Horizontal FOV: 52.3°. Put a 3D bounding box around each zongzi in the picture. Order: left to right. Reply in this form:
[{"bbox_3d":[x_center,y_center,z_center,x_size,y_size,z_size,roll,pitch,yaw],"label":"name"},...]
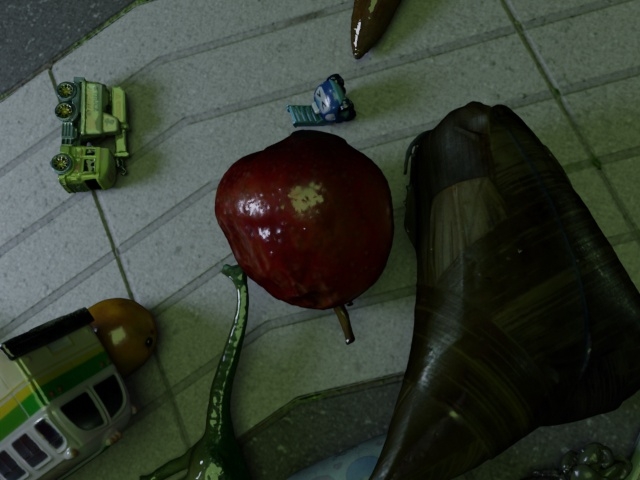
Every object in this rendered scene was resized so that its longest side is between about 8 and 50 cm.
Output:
[{"bbox_3d":[0.139,0.038,0.715,0.432,0.208,0.403,-13,70,-33],"label":"zongzi"}]

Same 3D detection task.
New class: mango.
[{"bbox_3d":[-0.299,0.146,0.895,0.163,0.089,0.111,-37,65,10],"label":"mango"}]

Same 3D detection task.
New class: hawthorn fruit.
[{"bbox_3d":[0.000,0.000,0.813,0.210,0.230,0.266,-27,92,-26],"label":"hawthorn fruit"}]

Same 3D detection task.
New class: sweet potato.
[{"bbox_3d":[0.092,-0.436,0.947,0.108,0.079,0.346,-4,76,20],"label":"sweet potato"}]

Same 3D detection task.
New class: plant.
[{"bbox_3d":[0.291,0.305,0.785,0.174,0.087,0.085,-40,106,5],"label":"plant"}]

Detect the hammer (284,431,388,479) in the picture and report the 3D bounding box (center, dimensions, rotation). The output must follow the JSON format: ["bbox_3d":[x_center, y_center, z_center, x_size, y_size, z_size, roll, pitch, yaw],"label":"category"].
[{"bbox_3d":[0.088,0.414,0.782,0.206,0.119,0.336,-24,84,4],"label":"hammer"}]

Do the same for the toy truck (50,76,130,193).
[{"bbox_3d":[-0.334,-0.156,0.962,0.100,0.077,0.169,-1,76,-5],"label":"toy truck"}]

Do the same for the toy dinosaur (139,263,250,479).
[{"bbox_3d":[-0.091,0.286,0.836,0.300,0.087,0.447,-38,81,2],"label":"toy dinosaur"}]

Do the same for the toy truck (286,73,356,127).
[{"bbox_3d":[0.000,-0.186,0.916,0.090,0.073,0.056,-24,77,3],"label":"toy truck"}]

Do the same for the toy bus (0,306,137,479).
[{"bbox_3d":[-0.389,0.238,0.824,0.305,0.143,0.179,-36,88,23],"label":"toy bus"}]

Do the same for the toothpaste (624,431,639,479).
[{"bbox_3d":[0.380,0.302,0.793,0.048,0.029,0.197,23,86,0],"label":"toothpaste"}]
